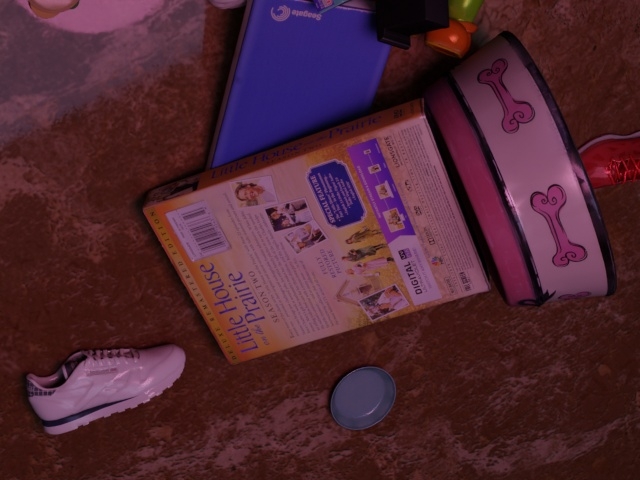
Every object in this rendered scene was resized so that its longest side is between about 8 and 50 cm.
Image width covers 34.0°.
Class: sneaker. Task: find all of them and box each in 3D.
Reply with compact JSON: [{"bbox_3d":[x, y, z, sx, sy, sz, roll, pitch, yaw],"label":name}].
[{"bbox_3d":[0.525,-0.128,1.734,0.221,0.128,0.087,-23,117,-14],"label":"sneaker"},{"bbox_3d":[-0.314,0.200,1.549,0.235,0.090,0.095,-23,108,-14],"label":"sneaker"}]

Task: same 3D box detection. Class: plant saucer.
[{"bbox_3d":[0.069,0.262,1.765,0.119,0.021,0.119,-8,113,-19],"label":"plant saucer"}]

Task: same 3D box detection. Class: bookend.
[{"bbox_3d":[0.152,-0.342,1.347,0.072,0.157,0.156,2,83,-52],"label":"bookend"}]

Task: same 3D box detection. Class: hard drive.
[{"bbox_3d":[-0.032,-0.193,1.476,0.210,0.040,0.319,4,125,-22],"label":"hard drive"}]

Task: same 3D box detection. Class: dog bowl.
[{"bbox_3d":[0.274,-0.085,1.513,0.150,0.408,0.408,-22,119,4],"label":"dog bowl"}]

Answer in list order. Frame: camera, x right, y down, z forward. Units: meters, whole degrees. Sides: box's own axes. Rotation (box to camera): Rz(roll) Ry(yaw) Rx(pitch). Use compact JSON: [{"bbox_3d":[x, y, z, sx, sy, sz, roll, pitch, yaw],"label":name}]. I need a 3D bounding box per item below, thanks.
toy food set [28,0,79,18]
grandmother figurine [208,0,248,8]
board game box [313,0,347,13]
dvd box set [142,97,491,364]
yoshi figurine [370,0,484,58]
[{"bbox_3d":[-0.345,-0.334,1.353,0.082,0.020,0.083,-28,118,-10],"label":"toy food set"},{"bbox_3d":[-0.133,-0.468,1.345,0.208,0.104,0.342,-18,119,-18],"label":"grandmother figurine"},{"bbox_3d":[0.013,-0.417,1.368,0.160,0.047,0.210,-36,105,-49],"label":"board game box"},{"bbox_3d":[0.000,0.000,1.506,0.420,0.062,0.307,-18,120,14],"label":"dvd box set"},{"bbox_3d":[0.191,-0.448,1.434,0.203,0.203,0.362,19,99,-21],"label":"yoshi figurine"}]
